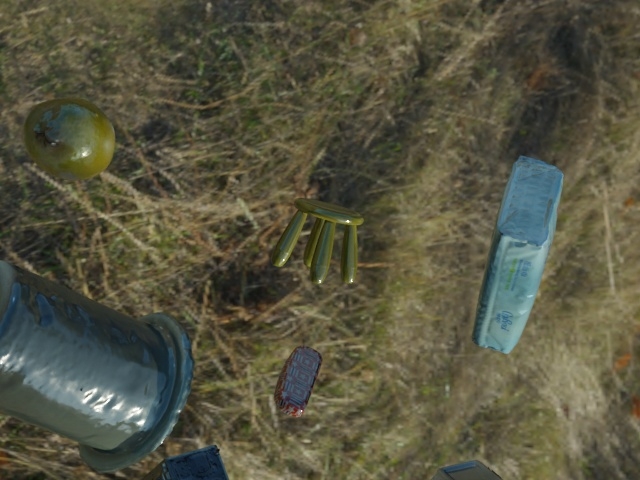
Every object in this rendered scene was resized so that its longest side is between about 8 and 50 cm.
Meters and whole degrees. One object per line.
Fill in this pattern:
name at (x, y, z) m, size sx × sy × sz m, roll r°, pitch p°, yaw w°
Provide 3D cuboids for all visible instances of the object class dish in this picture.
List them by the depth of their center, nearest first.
dish at (0.293, 0.484, 1.713) m, size 0.151 × 0.212 × 0.077 m, roll -8°, pitch 97°, yaw -12°

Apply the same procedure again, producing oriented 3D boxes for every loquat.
loquat at (-0.437, -0.176, 1.575) m, size 0.195 × 0.152 × 0.152 m, roll 21°, pitch 63°, yaw -80°

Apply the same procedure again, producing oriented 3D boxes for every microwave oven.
microwave oven at (-0.233, 0.496, 1.598) m, size 0.129 × 0.163 × 0.205 m, roll -7°, pitch 61°, yaw -40°

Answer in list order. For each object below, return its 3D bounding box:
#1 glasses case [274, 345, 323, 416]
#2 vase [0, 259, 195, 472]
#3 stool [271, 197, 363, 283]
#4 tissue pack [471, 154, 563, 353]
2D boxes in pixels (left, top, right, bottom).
glasses case at (-0.048, 0.282, 1.805) m, size 0.073 × 0.049 × 0.194 m, roll 29°, pitch 30°, yaw -2°
vase at (-0.352, 0.159, 1.213) m, size 0.291 × 0.245 × 0.245 m, roll 37°, pitch 59°, yaw -44°
stool at (0.000, 0.000, 1.377) m, size 0.135 × 0.134 × 0.110 m, roll 13°, pitch 98°, yaw -9°
tissue pack at (0.300, 0.027, 1.369) m, size 0.263 × 0.089 × 0.177 m, roll 90°, pitch 20°, yaw -47°
